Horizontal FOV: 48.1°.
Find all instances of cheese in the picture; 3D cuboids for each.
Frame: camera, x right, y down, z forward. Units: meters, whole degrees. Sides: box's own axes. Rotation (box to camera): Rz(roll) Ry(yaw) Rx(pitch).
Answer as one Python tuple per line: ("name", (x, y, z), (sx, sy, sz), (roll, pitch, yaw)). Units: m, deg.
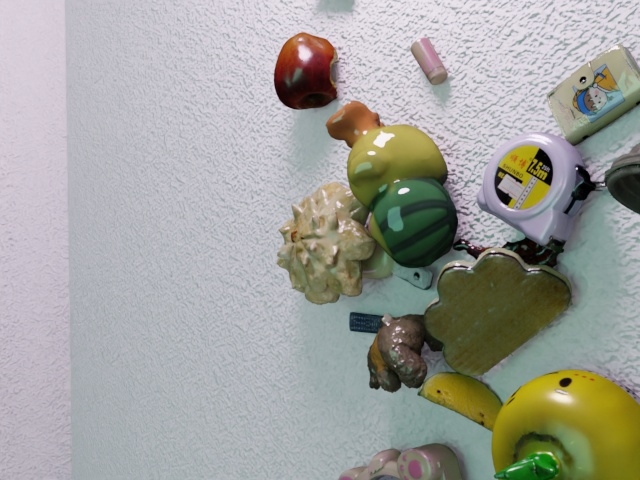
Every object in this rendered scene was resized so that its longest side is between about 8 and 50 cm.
("cheese", (0.146, 0.048, 1.523), (0.235, 0.049, 0.127), (30, 110, 44))

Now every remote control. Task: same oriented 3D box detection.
("remote control", (0.120, 0.184, 1.568), (0.152, 0.027, 0.044), (0, 96, 48))

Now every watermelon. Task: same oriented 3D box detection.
("watermelon", (0.274, 0.293, 1.346), (0.181, 0.092, 0.075), (27, 89, 3))

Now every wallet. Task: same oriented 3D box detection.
("wallet", (0.462, -0.246, 1.203), (0.155, 0.039, 0.110), (-37, 65, 39))

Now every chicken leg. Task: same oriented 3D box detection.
("chicken leg", (0.344, 0.028, 1.318), (0.219, 0.048, 0.090), (-10, 79, 46))

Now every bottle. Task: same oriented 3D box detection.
("bottle", (0.222, -0.363, 1.455), (0.045, 0.045, 0.097), (-43, 63, 37))

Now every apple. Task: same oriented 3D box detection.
("apple", (-0.037, -0.393, 1.657), (0.156, 0.146, 0.158), (141, 120, -63))

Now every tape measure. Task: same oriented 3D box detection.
("tape measure", (0.379, -0.093, 1.241), (0.196, 0.105, 0.178), (47, 114, 42))

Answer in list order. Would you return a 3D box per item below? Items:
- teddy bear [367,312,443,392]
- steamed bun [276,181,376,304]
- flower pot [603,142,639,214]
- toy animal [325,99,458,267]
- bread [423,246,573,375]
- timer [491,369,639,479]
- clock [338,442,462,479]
("teddy bear", (0.155, 0.225, 1.436), (0.140, 0.177, 0.190), (36, 143, 6))
("steamed bun", (0.000, 0.000, 1.566), (0.292, 0.137, 0.296), (-50, 38, 35))
("flower pot", (0.540, -0.109, 1.018), (0.235, 0.235, 0.141), (17, 79, 45))
("toy animal", (0.159, -0.113, 1.414), (0.191, 0.216, 0.338), (-27, 71, 14))
("bread", (0.300, 0.115, 1.294), (0.207, 0.056, 0.286), (45, 121, -2))
("timer", (0.377, 0.341, 1.121), (0.285, 0.285, 0.286), (-1, 89, 46))
("clock", (0.167, 0.567, 1.447), (0.309, 0.114, 0.284), (-27, 69, 44))
